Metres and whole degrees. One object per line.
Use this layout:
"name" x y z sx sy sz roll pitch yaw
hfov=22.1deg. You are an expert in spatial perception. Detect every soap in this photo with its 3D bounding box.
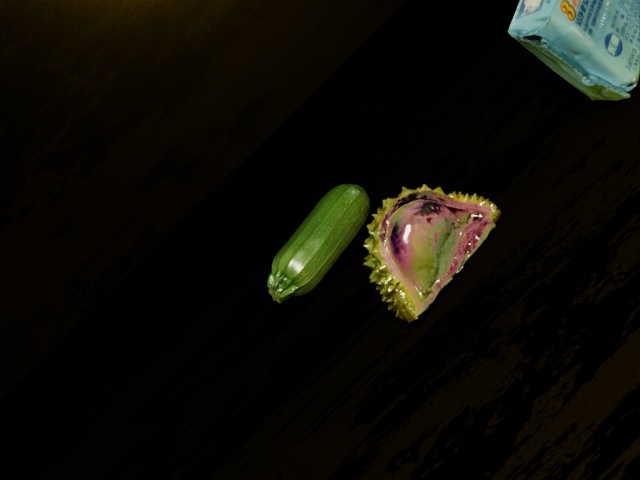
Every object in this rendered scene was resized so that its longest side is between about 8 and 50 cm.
"soap" 0.311 -0.291 1.790 0.077 0.156 0.293 -11 50 55

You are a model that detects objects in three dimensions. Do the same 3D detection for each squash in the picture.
"squash" 0.000 0.000 2.203 0.077 0.068 0.219 -13 32 53

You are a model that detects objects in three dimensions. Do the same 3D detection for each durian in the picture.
"durian" 0.097 -0.003 1.763 0.186 0.108 0.119 -51 13 -26
